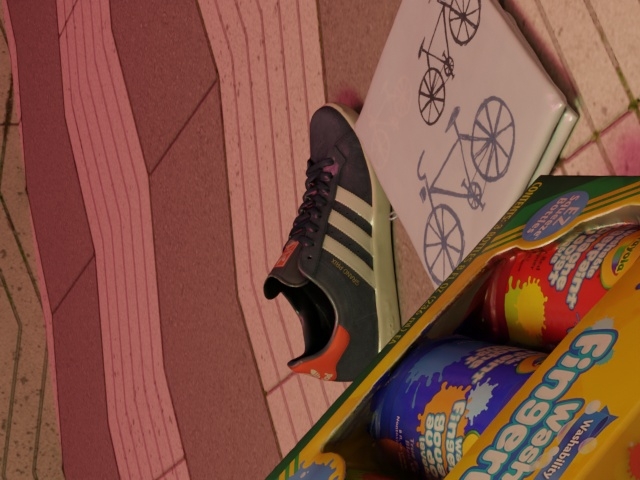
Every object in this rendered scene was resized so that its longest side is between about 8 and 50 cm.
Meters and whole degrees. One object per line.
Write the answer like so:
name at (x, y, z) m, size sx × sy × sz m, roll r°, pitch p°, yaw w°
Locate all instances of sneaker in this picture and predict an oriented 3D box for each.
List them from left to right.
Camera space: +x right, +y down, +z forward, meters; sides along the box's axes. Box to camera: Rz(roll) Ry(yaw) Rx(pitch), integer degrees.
sneaker at (0.000, 0.000, 1.847) m, size 0.131 × 0.148 × 0.350 m, roll 145°, pitch 119°, yaw -63°

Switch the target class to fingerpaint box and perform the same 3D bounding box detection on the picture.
fingerpaint box at (0.168, 0.152, 1.141) m, size 0.163 × 0.445 × 0.371 m, roll 48°, pitch 165°, yaw -19°

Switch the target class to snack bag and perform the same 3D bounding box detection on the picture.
snack bag at (0.142, -0.129, 1.654) m, size 0.342 × 0.037 × 0.323 m, roll -116°, pitch 33°, yaw -40°
